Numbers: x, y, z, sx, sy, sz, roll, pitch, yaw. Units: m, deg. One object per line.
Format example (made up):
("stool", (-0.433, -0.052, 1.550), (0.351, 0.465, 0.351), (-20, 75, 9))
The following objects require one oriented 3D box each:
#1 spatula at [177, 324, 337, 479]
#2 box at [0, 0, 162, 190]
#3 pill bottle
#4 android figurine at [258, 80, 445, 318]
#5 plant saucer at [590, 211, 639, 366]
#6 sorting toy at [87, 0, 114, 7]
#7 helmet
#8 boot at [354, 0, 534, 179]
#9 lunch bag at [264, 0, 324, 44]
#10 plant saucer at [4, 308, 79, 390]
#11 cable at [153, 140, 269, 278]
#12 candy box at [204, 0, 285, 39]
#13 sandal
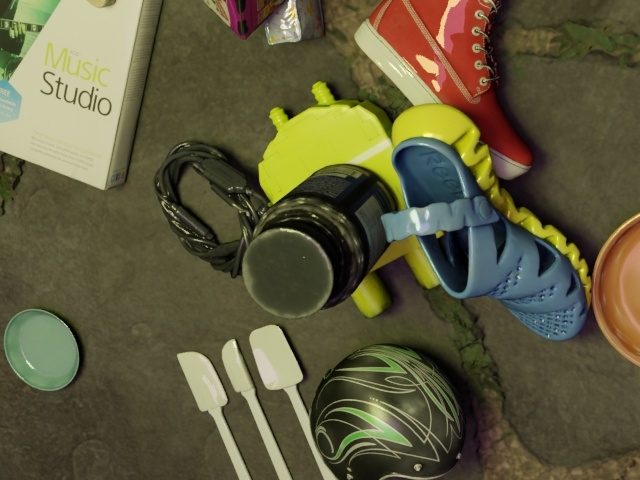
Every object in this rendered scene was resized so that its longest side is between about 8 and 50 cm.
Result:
("spatula", (-0.075, 0.237, 1.317), (0.168, 0.019, 0.242), (-20, 97, 22))
("box", (-0.323, -0.250, 1.249), (0.232, 0.058, 0.322), (20, 109, 13))
("pill bottle", (0.000, 0.000, 1.056), (0.122, 0.219, 0.123), (5, 108, 17))
("android figurine", (0.037, -0.050, 1.179), (0.248, 0.056, 0.273), (-30, 94, 24))
("plant saucer", (0.395, 0.052, 1.091), (0.200, 0.037, 0.200), (6, 107, 18))
("sorting toy", (-0.303, -0.423, 1.096), (0.257, 0.089, 0.255), (37, 122, 6))
("helmet", (0.083, 0.202, 1.175), (0.161, 0.169, 0.169), (-34, 92, 41))
("boot", (0.175, -0.198, 1.076), (0.244, 0.088, 0.176), (48, 113, 6))
("lunch bag", (-0.033, -0.266, 1.136), (0.053, 0.071, 0.083), (0, 106, 23))
("plant saucer", (-0.381, 0.148, 1.398), (0.119, 0.021, 0.119), (5, 106, 17))
("cable", (-0.135, -0.038, 1.238), (0.184, 0.047, 0.151), (31, 132, 29))
("candy box", (-0.021, -0.325, 1.018), (0.233, 0.159, 0.071), (-44, 88, -7))
("sandal", (0.165, 0.011, 1.063), (0.317, 0.138, 0.126), (43, 145, -22))
